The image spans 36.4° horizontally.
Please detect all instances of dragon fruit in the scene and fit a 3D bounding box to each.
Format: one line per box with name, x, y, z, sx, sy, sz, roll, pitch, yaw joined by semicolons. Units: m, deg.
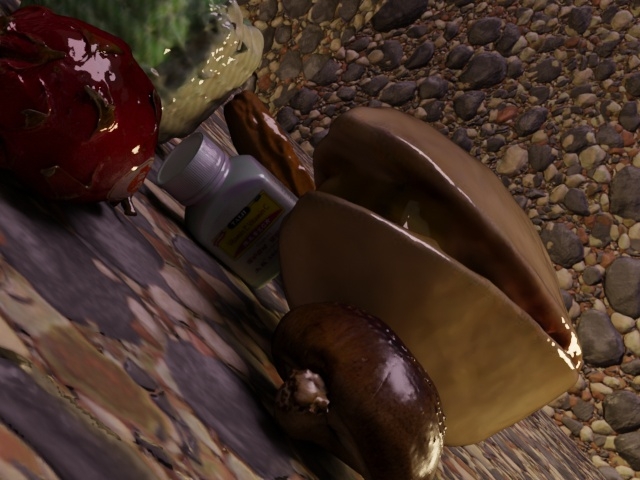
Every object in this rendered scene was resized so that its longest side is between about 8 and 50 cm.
dragon fruit;-0.122;-0.054;0.527;0.094;0.094;0.190;48;-6;21

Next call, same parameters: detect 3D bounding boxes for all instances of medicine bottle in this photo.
medicine bottle;-0.067;-0.027;0.752;0.118;0.074;0.055;43;7;-27

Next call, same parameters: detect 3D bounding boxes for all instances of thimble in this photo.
thimble;-0.162;-0.196;0.894;0.219;0.150;0.219;44;5;-5

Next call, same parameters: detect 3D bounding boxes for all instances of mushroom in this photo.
mushroom;0.017;0.093;0.553;0.127;0.087;0.127;54;-13;19

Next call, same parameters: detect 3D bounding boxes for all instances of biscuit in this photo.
biscuit;-0.002;0.001;0.936;0.277;0.052;0.262;52;-6;45

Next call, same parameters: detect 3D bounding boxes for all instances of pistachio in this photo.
pistachio;0.075;0.034;0.690;0.214;0.193;0.318;17;-19;31
